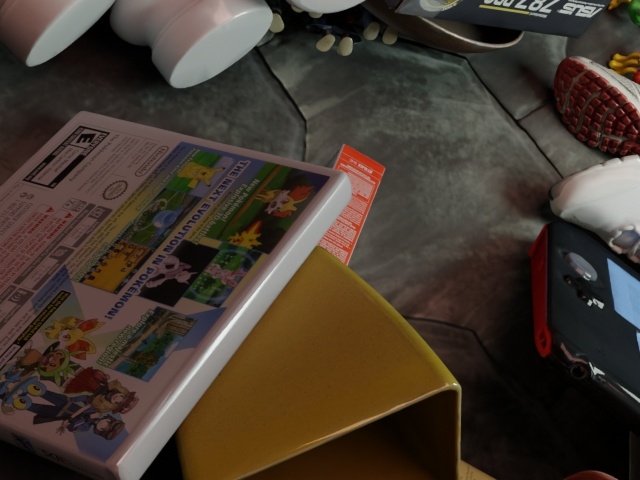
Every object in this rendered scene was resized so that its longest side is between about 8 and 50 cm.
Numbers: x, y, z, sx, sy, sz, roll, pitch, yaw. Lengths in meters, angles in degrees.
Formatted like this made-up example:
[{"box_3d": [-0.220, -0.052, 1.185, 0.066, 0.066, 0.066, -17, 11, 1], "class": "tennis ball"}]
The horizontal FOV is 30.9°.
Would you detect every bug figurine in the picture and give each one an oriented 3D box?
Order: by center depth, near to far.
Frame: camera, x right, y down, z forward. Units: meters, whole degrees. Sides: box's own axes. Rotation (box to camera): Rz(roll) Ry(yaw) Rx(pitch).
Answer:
[{"box_3d": [0.349, -0.294, 1.451, 0.279, 0.072, 0.216, 30, 56, -9], "class": "bug figurine"}]

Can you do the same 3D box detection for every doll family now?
[{"box_3d": [0.006, -0.267, 1.270, 0.193, 0.076, 0.111, 21, 35, -23], "class": "doll family"}]

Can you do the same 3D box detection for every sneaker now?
[{"box_3d": [0.392, -0.010, 1.308, 0.297, 0.111, 0.129, 13, 66, -18], "class": "sneaker"}, {"box_3d": [0.376, -0.145, 1.381, 0.225, 0.088, 0.093, 36, 47, -3], "class": "sneaker"}]

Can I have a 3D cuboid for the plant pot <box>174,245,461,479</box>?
[{"box_3d": [-0.020, 0.133, 0.954, 0.212, 0.212, 0.187, -22, 56, -9], "class": "plant pot"}]

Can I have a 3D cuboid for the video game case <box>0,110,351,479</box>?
[{"box_3d": [-0.180, 0.025, 0.949, 0.300, 0.036, 0.329, 15, 49, 28], "class": "video game case"}]

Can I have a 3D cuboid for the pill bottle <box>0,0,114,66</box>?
[{"box_3d": [-0.318, -0.306, 1.028, 0.301, 0.169, 0.169, 47, 55, -4], "class": "pill bottle"}]

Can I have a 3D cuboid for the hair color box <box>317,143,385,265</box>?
[{"box_3d": [0.000, 0.000, 1.118, 0.053, 0.093, 0.167, 30, 56, -9], "class": "hair color box"}]

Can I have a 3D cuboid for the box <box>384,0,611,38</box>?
[{"box_3d": [0.123, -0.405, 1.300, 0.318, 0.097, 0.395, -2, 53, -44], "class": "box"}]

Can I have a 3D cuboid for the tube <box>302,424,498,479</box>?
[{"box_3d": [0.051, 0.197, 1.064, 0.240, 0.062, 0.070, 29, 24, -3], "class": "tube"}]

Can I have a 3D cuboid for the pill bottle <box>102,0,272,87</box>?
[{"box_3d": [-0.172, -0.291, 1.149, 0.153, 0.153, 0.265, -31, 80, -34], "class": "pill bottle"}]

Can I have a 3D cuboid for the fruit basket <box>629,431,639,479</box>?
[{"box_3d": [0.406, 0.341, 1.100, 0.327, 0.165, 0.353, 39, 21, -4], "class": "fruit basket"}]

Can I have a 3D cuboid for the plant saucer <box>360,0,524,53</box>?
[{"box_3d": [0.096, -0.315, 1.304, 0.310, 0.050, 0.311, 27, 36, -22], "class": "plant saucer"}]

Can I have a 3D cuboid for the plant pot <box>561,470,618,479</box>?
[{"box_3d": [0.114, 0.330, 0.916, 0.265, 0.272, 0.272, -1, 65, -17], "class": "plant pot"}]

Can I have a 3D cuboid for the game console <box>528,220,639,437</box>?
[{"box_3d": [0.365, 0.145, 1.133, 0.386, 0.060, 0.342, 37, 18, -4], "class": "game console"}]

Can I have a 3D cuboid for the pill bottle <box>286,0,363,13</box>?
[{"box_3d": [-0.036, -0.367, 1.119, 0.160, 0.160, 0.283, -14, 55, -31], "class": "pill bottle"}]
